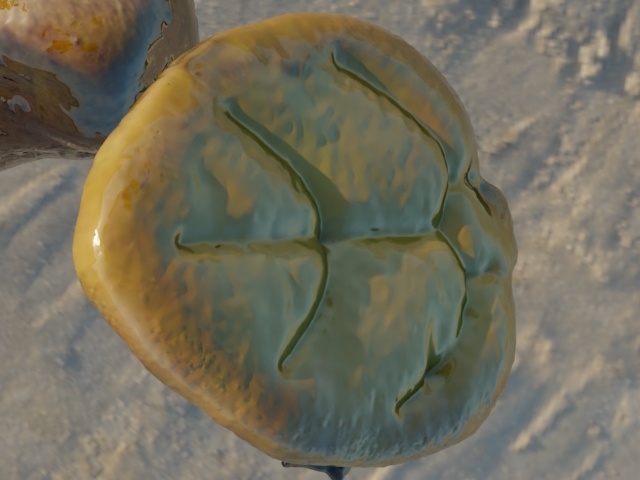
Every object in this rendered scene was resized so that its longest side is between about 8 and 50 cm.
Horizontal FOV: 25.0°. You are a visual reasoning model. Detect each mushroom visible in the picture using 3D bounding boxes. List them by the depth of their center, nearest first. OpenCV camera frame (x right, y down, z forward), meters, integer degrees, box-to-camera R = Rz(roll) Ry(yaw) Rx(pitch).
[{"bbox_3d":[-0.241,-0.189,1.153,0.345,0.345,0.259,-21,109,-25],"label":"mushroom"}]

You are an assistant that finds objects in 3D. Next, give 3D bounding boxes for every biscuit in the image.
[{"bbox_3d":[0.004,0.000,0.601,0.260,0.041,0.203,-2,84,-49],"label":"biscuit"}]
